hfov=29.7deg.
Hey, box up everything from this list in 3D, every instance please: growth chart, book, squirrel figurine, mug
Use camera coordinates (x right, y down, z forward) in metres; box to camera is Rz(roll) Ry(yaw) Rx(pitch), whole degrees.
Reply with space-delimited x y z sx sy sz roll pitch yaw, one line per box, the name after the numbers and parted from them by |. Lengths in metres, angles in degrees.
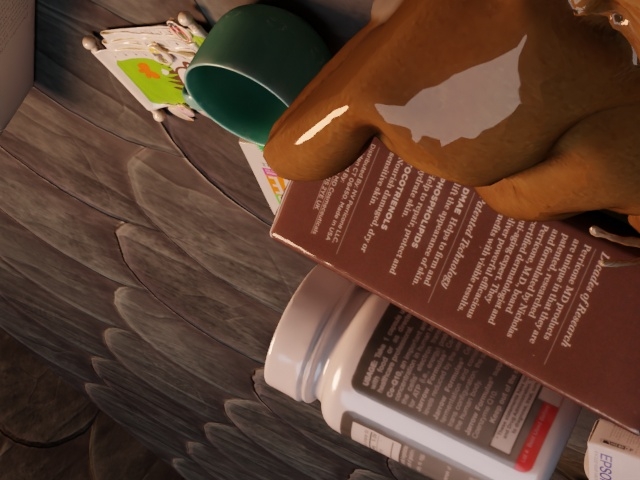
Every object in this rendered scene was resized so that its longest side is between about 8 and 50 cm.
-0.160 -0.186 1.347 0.237 0.021 0.172 2 147 49 | growth chart
-0.028 -0.075 1.420 0.096 0.035 0.144 13 152 26 | book
0.235 -0.095 0.738 0.370 0.281 0.397 35 156 -18 | squirrel figurine
-0.064 -0.169 1.164 0.157 0.097 0.129 22 158 18 | mug

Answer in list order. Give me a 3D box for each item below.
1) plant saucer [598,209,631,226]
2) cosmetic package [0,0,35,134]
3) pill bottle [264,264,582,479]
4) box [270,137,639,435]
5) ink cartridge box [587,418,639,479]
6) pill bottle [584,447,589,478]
0.311 0.010 1.177 0.188 0.045 0.188 9 151 39 | plant saucer
-0.451 -0.262 1.337 0.230 0.162 0.453 30 158 -4 | cosmetic package
0.102 0.135 1.153 0.283 0.161 0.161 25 158 14 | pill bottle
0.167 0.017 1.069 0.381 0.143 0.191 30 -167 27 | box
0.432 0.322 1.444 0.224 0.045 0.223 15 143 26 | ink cartridge box
0.459 0.333 1.598 0.221 0.121 0.121 38 156 -21 | pill bottle
